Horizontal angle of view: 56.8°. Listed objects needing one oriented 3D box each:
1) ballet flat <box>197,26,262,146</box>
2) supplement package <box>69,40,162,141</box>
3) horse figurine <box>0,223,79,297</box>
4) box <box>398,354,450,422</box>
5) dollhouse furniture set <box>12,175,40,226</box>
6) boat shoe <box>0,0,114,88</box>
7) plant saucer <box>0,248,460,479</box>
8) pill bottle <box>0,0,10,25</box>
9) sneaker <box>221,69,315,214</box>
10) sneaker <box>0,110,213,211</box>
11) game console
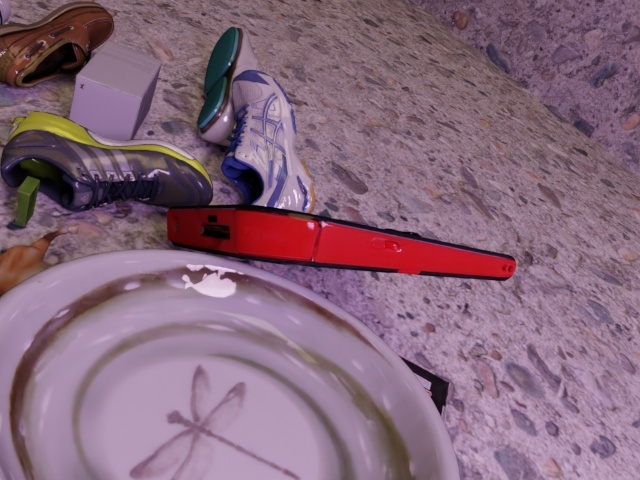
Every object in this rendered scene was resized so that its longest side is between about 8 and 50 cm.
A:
[{"bbox_3d":[-0.173,-0.307,1.236,0.139,0.139,0.400,16,39,-17],"label":"ballet flat"},{"bbox_3d":[-0.354,-0.256,1.033,0.105,0.105,0.179,19,33,-14],"label":"supplement package"},{"bbox_3d":[-0.292,0.065,0.673,0.263,0.066,0.174,37,28,19],"label":"horse figurine"},{"bbox_3d":[-0.020,0.193,0.677,0.322,0.079,0.257,28,31,1],"label":"box"},{"bbox_3d":[-0.445,-0.067,0.751,0.152,0.058,0.076,19,33,-13],"label":"dollhouse furniture set"},{"bbox_3d":[-0.475,-0.349,1.090,0.104,0.110,0.307,34,43,4],"label":"boat shoe"},{"bbox_3d":[-0.083,0.155,0.497,0.401,0.100,0.400,19,25,-9],"label":"plant saucer"},{"bbox_3d":[-0.623,-0.395,1.046,0.094,0.094,0.169,20,33,-10],"label":"pill bottle"},{"bbox_3d":[-0.110,-0.162,1.002,0.131,0.112,0.296,-10,72,-34],"label":"sneaker"},{"bbox_3d":[-0.305,-0.085,0.850,0.300,0.111,0.121,11,42,-10],"label":"sneaker"},{"bbox_3d":[0.000,0.000,0.779,0.342,0.060,0.387,5,1,-29],"label":"game console"}]
